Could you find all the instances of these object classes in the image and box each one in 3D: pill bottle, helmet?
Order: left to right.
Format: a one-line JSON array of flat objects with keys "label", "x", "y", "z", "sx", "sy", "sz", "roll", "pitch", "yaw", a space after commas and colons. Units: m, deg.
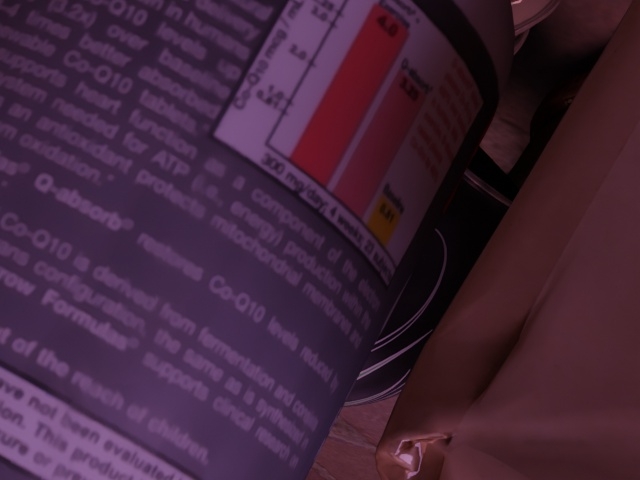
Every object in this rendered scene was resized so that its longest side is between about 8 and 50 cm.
[{"label": "pill bottle", "x": -0.058, "y": -0.039, "z": 0.548, "sx": 0.210, "sy": 0.363, "sz": 0.210, "roll": 27, "pitch": 166, "yaw": 7}, {"label": "helmet", "x": 0.000, "y": 0.000, "z": 0.747, "sx": 0.169, "sy": 0.161, "sz": 0.169, "roll": 39, "pitch": -168, "yaw": -10}]

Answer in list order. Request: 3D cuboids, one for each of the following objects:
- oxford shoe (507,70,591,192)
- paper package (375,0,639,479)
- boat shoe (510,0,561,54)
[{"label": "oxford shoe", "x": 0.133, "y": 0.019, "z": 0.808, "sx": 0.123, "sy": 0.130, "sz": 0.348, "roll": 28, "pitch": 161, "yaw": 1}, {"label": "paper package", "x": 0.185, "y": 0.034, "z": 0.506, "sx": 0.168, "sy": 0.309, "sz": 0.325, "roll": 23, "pitch": 160, "yaw": 26}, {"label": "boat shoe", "x": 0.060, "y": -0.105, "z": 0.703, "sx": 0.063, "sy": 0.066, "sz": 0.184, "roll": 26, "pitch": 163, "yaw": -28}]
